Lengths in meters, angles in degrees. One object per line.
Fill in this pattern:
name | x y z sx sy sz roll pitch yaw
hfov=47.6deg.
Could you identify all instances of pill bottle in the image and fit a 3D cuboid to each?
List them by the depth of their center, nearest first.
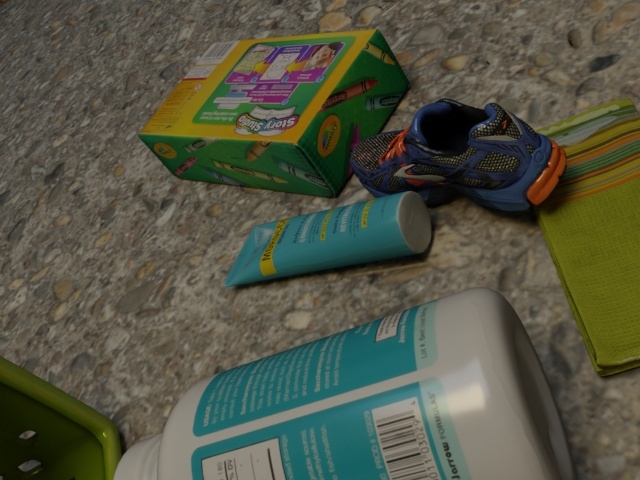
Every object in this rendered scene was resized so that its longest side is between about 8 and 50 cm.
pill bottle | 0.006 0.134 0.439 0.264 0.146 0.146 -21 42 20

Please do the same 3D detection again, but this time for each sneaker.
sneaker | 0.098 -0.081 0.610 0.221 0.087 0.083 4 57 54

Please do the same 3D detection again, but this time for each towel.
towel | 0.213 -0.017 0.528 0.102 0.021 0.237 -23 41 19

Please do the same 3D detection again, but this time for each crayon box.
crayon box | -0.061 -0.146 0.817 0.278 0.081 0.165 11 59 43

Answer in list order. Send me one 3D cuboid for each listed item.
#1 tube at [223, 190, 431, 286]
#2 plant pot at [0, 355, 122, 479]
tube | 0.000 0.000 0.660 0.207 0.052 0.080 -12 36 38
plant pot | -0.291 0.226 0.522 0.207 0.227 0.228 -37 39 11
